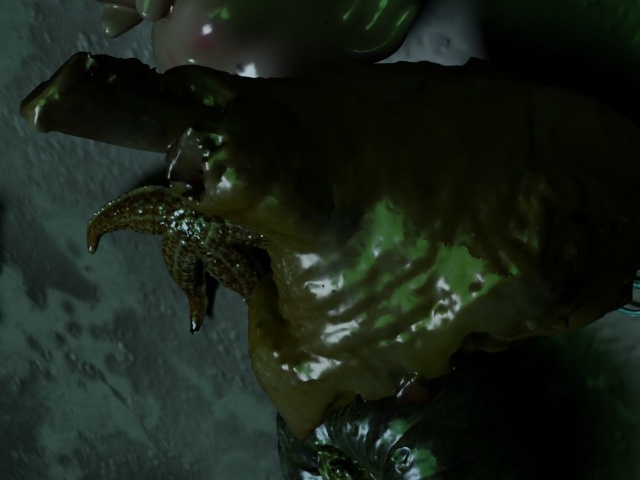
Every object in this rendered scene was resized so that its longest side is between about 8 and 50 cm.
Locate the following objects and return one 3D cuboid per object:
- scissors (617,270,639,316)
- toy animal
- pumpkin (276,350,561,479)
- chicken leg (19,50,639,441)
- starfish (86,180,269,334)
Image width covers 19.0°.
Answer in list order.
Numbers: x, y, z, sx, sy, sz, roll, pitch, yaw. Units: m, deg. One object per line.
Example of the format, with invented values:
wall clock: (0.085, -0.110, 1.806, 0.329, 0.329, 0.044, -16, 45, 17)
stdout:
scissors: (0.173, 0.019, 1.303, 0.119, 0.014, 0.058, 8, 118, 28)
toy animal: (-0.072, -0.176, 1.260, 0.250, 0.154, 0.166, 40, 172, -8)
pumpkin: (0.067, 0.162, 1.373, 0.224, 0.157, 0.223, 23, 126, 36)
chicken leg: (0.000, 0.000, 1.192, 0.409, 0.182, 0.295, 15, 125, -22)
starfish: (-0.089, -0.017, 1.439, 0.213, 0.057, 0.238, 12, 125, 20)
